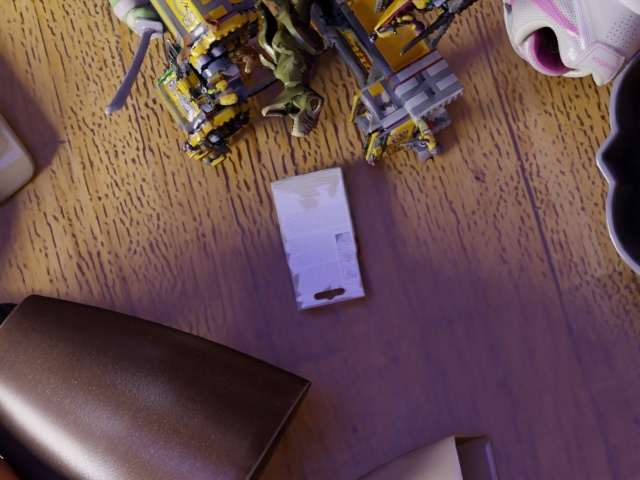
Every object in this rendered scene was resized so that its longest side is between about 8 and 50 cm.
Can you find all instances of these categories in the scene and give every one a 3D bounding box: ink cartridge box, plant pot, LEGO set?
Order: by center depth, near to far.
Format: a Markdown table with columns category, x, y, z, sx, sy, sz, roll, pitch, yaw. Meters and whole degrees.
| category | x | y | z | sx | sy | sz | roll | pitch | yaw |
| --- | --- | --- | --- | --- | --- | --- | --- | --- | --- |
| plant pot | -0.160 | 0.147 | 1.437 | 0.230 | 0.215 | 0.215 | 30 | 87 | 4 |
| LEGO set | 0.003 | -0.131 | 1.439 | 0.255 | 0.331 | 0.192 | -31 | 80 | -18 |
| plant pot | 0.089 | 0.220 | 1.466 | 0.096 | 0.109 | 0.109 | -15 | 80 | 18 |
| ink cartridge box | 0.000 | 0.000 | 1.546 | 0.063 | 0.029 | 0.115 | -12 | 81 | 6 |

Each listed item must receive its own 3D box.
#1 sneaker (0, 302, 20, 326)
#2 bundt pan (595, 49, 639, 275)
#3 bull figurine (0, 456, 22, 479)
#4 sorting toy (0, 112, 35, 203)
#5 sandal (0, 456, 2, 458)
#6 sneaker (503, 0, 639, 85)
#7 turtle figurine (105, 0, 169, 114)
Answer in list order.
| category | x | y | z | sx | sy | sz | roll | pitch | yaw |
| --- | --- | --- | --- | --- | --- | --- | --- | --- | --- |
| sneaker | -0.297 | 0.130 | 1.546 | 0.227 | 0.087 | 0.130 | -13 | 117 | -18 |
| bundt pan | 0.389 | -0.060 | 1.437 | 0.331 | 0.124 | 0.330 | 0 | 90 | 12 |
| bull figurine | -0.297 | 0.193 | 1.408 | 0.101 | 0.188 | 0.310 | -39 | 65 | -21 |
| sorting toy | -0.434 | -0.060 | 1.614 | 0.307 | 0.041 | 0.229 | -37 | 83 | 1 |
| sandal | -0.333 | 0.296 | 1.499 | 0.120 | 0.086 | 0.302 | 23 | 77 | 19 |
| sneaker | 0.185 | -0.194 | 1.453 | 0.103 | 0.252 | 0.111 | 27 | 97 | -21 |
| turtle figurine | -0.148 | -0.265 | 1.526 | 0.266 | 0.274 | 0.198 | -37 | 113 | -3 |
